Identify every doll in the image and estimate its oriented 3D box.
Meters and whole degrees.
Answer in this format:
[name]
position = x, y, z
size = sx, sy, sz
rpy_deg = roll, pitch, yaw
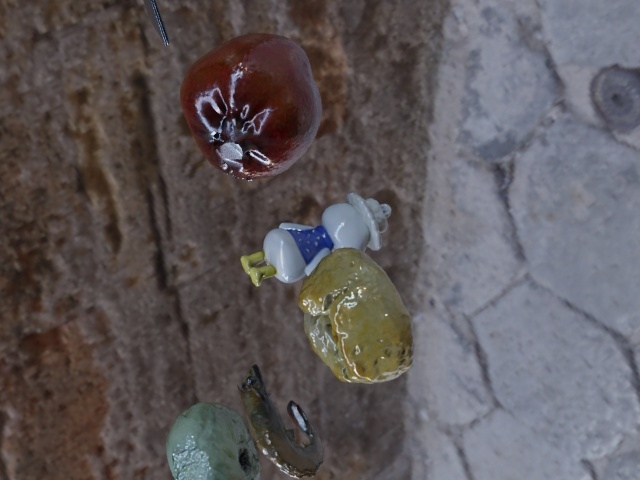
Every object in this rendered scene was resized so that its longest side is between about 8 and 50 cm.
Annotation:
[doll]
position = 0.000, 0.000, 1.910
size = 0.138, 0.293, 0.119
rpy_deg = 52, 160, 39

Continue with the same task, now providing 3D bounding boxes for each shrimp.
[shrimp]
position = -0.070, 0.350, 2.028
size = 0.058, 0.173, 0.253
rpy_deg = -50, 43, 26

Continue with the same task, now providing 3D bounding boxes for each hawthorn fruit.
[hawthorn fruit]
position = -0.132, -0.285, 2.131
size = 0.295, 0.311, 0.295
rpy_deg = 13, 155, 6

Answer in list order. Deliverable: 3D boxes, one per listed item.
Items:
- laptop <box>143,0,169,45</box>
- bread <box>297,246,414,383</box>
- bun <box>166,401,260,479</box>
[laptop]
position = -0.317, -0.445, 1.960
size = 0.180, 0.016, 0.129
rpy_deg = -122, 14, -59
[bread]
position = 0.050, 0.133, 1.731
size = 0.244, 0.134, 0.244
rpy_deg = 49, 153, 36
[bun]
position = -0.174, 0.375, 1.835
size = 0.221, 0.108, 0.221
rpy_deg = 57, -166, -22
